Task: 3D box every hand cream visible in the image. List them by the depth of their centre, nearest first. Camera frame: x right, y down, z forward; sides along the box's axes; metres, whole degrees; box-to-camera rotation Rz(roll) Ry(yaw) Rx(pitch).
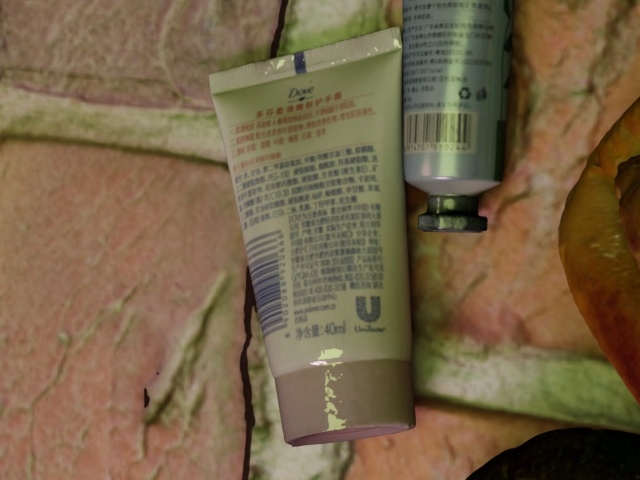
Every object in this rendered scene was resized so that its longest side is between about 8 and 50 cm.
[{"bbox_3d":[0.083,-0.140,1.176,0.091,0.058,0.271,1,90,33],"label":"hand cream"},{"bbox_3d":[0.000,0.000,1.210,0.133,0.083,0.248,-9,79,21],"label":"hand cream"}]

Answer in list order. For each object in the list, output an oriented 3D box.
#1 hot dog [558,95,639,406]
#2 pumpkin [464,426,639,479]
[{"bbox_3d":[0.284,0.077,1.018,0.185,0.223,0.405,-41,79,15],"label":"hot dog"},{"bbox_3d":[0.153,0.225,1.109,0.238,0.159,0.238,1,92,26],"label":"pumpkin"}]
